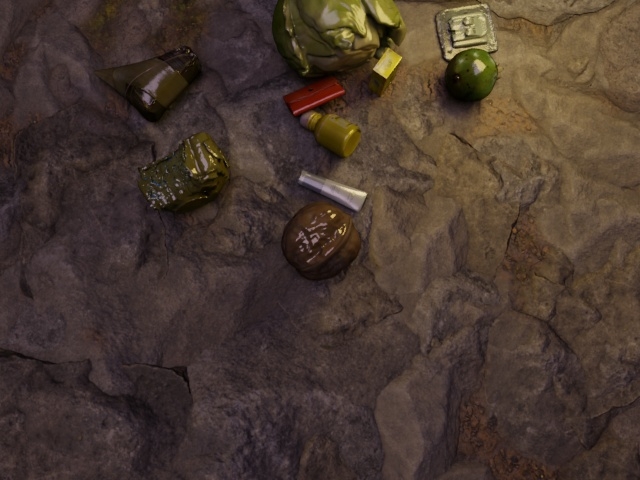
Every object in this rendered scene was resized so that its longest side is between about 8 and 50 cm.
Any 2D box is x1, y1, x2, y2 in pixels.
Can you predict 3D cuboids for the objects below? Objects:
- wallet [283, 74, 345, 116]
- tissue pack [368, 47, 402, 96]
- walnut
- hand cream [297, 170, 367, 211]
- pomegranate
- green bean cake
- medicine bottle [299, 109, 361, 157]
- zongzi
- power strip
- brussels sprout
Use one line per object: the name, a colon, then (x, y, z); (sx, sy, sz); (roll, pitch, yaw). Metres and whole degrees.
wallet: (-0.025, -0.524, 1.772); (0.204, 0.045, 0.142); (-25, 43, -2)
tissue pack: (0.227, -0.591, 1.742); (0.062, 0.176, 0.095); (36, 86, 1)
walnut: (0.002, 0.002, 1.674); (0.273, 0.227, 0.273); (0, 89, 2)
hand cream: (0.042, -0.181, 1.776); (0.255, 0.048, 0.079); (22, 85, 1)
pomegranate: (0.557, -0.590, 1.751); (0.225, 0.187, 0.187); (-15, 85, -30)
green bean cake: (-0.462, -0.209, 1.668); (0.310, 0.285, 0.202); (-26, 91, 0)
medicine bottle: (0.028, -0.396, 1.758); (0.212, 0.122, 0.122); (33, 87, 17)
zongzi: (-0.625, -0.624, 1.774); (0.317, 0.154, 0.289); (38, 79, 9)
power strip: (0.544, -0.779, 1.810); (0.213, 0.064, 0.198); (-12, 88, -1)
brussels sprout: (0.045, -0.771, 1.672); (0.425, 0.342, 0.361); (-20, 91, -12)
